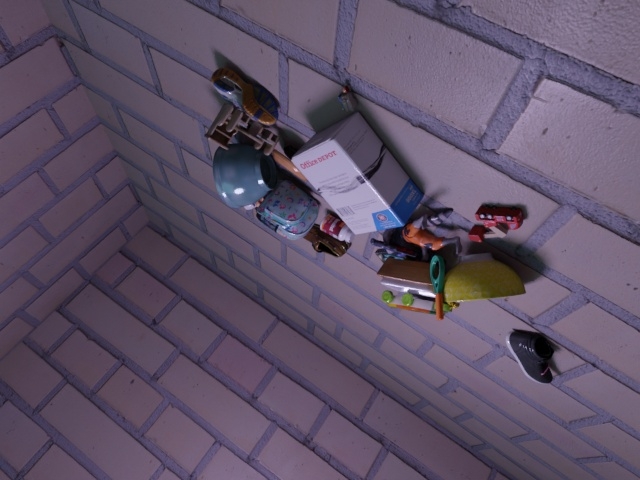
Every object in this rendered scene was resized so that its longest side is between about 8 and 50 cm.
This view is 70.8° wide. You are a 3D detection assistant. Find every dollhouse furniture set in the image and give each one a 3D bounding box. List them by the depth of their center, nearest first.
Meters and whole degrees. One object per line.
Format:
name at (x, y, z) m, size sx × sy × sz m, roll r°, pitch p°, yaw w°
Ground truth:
dollhouse furniture set at (-0.333, -0.426, 1.805) m, size 0.242 × 0.160 × 0.212 m, roll 38°, pitch -172°, yaw 41°

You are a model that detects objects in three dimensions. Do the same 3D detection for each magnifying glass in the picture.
magnifying glass at (0.412, 0.163, 1.580) m, size 0.026 × 0.230 × 0.092 m, roll 3°, pitch 159°, yaw -8°

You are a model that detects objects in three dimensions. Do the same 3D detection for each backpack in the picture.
backpack at (-0.138, -0.134, 2.052) m, size 0.254 × 0.225 × 0.191 m, roll 37°, pitch 160°, yaw -5°

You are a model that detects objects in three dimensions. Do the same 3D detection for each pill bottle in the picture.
pill bottle at (0.082, -0.053, 2.051) m, size 0.152 × 0.086 × 0.086 m, roll 28°, pitch 152°, yaw 20°

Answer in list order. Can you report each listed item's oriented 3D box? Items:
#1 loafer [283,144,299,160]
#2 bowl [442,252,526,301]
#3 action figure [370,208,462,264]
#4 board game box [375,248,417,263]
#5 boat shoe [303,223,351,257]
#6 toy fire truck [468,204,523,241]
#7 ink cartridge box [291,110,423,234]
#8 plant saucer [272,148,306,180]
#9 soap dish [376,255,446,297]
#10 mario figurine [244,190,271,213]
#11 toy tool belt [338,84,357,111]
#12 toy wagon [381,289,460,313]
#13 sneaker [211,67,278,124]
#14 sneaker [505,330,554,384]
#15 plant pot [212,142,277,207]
loafer at (-0.057, -0.329, 1.814) m, size 0.220 × 0.078 × 0.080 m, roll 39°, pitch -172°, yaw 25°
bowl at (0.560, 0.127, 1.597) m, size 0.290 × 0.290 × 0.155 m, roll -20°, pitch 75°, yaw 61°
action figure at (0.386, -0.013, 1.706) m, size 0.342 × 0.178 × 0.330 m, roll 17°, pitch 171°, yaw -27°
board game box at (0.341, 0.085, 2.003) m, size 0.126 × 0.026 × 0.186 m, roll 48°, pitch 153°, yaw -18°
boat shoe at (0.000, 0.000, 2.221) m, size 0.308 × 0.104 × 0.110 m, roll 17°, pitch 147°, yaw 39°
toy fire truck at (0.566, -0.050, 1.463) m, size 0.192 × 0.047 × 0.135 m, roll 8°, pitch 142°, yaw 45°
ink cartridge box at (0.128, -0.225, 1.613) m, size 0.395 × 0.166 × 0.286 m, roll 48°, pitch 153°, yaw -20°
plant saucer at (-0.117, -0.303, 1.845) m, size 0.200 × 0.037 × 0.200 m, roll 35°, pitch -173°, yaw -5°
soap dish at (0.381, 0.151, 1.806) m, size 0.229 × 0.118 × 0.291 m, roll 8°, pitch 172°, yaw 27°
mario figurine at (-0.346, -0.203, 2.256) m, size 0.321 × 0.198 × 0.170 m, roll 33°, pitch 142°, yaw 21°
toy tool belt at (0.077, -0.453, 1.444) m, size 0.051 × 0.052 × 0.083 m, roll 3°, pitch 137°, yaw 39°
toy wagon at (0.449, 0.283, 1.982) m, size 0.268 × 0.068 × 0.345 m, roll 16°, pitch 171°, yaw -35°
sneaker at (-0.281, -0.544, 1.737) m, size 0.297 × 0.111 × 0.131 m, roll 40°, pitch 172°, yaw 1°
sneaker at (0.898, 0.493, 1.841) m, size 0.295 × 0.104 × 0.147 m, roll 50°, pitch 158°, yaw -12°
plant pot at (-0.311, -0.297, 1.992) m, size 0.197 × 0.292 × 0.293 m, roll -6°, pitch 136°, yaw 21°
